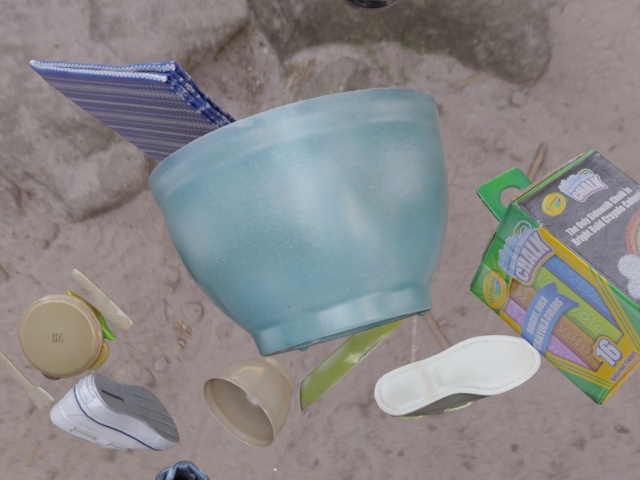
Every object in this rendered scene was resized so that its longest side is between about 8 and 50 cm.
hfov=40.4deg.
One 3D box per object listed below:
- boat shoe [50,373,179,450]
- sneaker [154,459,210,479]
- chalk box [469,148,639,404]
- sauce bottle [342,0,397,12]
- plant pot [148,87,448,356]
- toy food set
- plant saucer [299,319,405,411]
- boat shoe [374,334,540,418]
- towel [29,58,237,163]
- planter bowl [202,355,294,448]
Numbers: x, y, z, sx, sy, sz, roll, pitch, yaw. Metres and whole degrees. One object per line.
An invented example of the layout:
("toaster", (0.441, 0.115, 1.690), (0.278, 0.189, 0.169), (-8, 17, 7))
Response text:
("boat shoe", (-0.266, 0.230, 1.129), (0.076, 0.226, 0.083), (-30, 55, 5))
("sneaker", (-0.180, 0.358, 1.217), (0.104, 0.262, 0.125), (-4, 101, -19))
("chalk box", (0.236, 0.016, 0.808), (0.132, 0.132, 0.213), (-29, 60, -32))
("sauce bottle", (0.050, -0.222, 0.568), (0.111, 0.344, 0.111), (0, 94, -3))
("plant pot", (0.000, 0.000, 0.848), (0.293, 0.293, 0.196), (-15, 81, -7))
("toy food set", (-0.368, 0.139, 1.250), (0.192, 0.038, 0.132), (-43, 93, 7))
("plant saucer", (0.051, 0.160, 1.289), (0.241, 0.241, 0.037), (-41, 83, -12))
("boat shoe", (0.249, 0.252, 1.595), (0.305, 0.091, 0.109), (-16, 68, 2))
("towel", (-0.181, -0.145, 1.140), (0.243, 0.336, 0.040), (10, 73, 33))
("planter bowl", (-0.116, 0.276, 1.565), (0.162, 0.162, 0.109), (40, 50, 7))
